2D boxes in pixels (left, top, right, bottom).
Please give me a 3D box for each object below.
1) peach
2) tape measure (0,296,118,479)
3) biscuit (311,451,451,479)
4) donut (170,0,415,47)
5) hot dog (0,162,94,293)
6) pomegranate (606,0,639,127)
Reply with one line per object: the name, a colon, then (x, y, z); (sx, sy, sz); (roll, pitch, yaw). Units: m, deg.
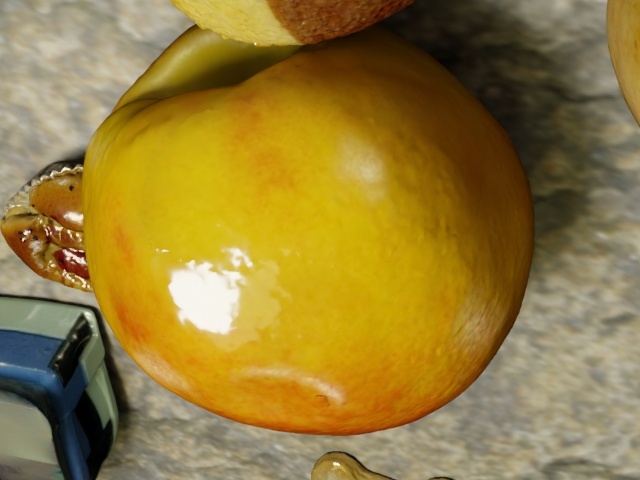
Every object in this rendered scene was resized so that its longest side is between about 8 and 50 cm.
peach: (0.001, 0.003, 0.865); (0.289, 0.289, 0.308); (-12, 124, 30)
tape measure: (-0.325, 0.169, 1.261); (0.259, 0.138, 0.262); (5, 136, 17)
biscuit: (0.094, 0.282, 1.304); (0.234, 0.030, 0.153); (19, 140, 1)
donut: (0.003, -0.181, 0.757); (0.295, 0.151, 0.112); (-6, 142, 17)
hot dog: (-0.140, 0.014, 1.080); (0.252, 0.069, 0.131); (24, 137, -7)
pomegranate: (0.280, -0.103, 0.680); (0.252, 0.229, 0.270); (9, 135, 23)
